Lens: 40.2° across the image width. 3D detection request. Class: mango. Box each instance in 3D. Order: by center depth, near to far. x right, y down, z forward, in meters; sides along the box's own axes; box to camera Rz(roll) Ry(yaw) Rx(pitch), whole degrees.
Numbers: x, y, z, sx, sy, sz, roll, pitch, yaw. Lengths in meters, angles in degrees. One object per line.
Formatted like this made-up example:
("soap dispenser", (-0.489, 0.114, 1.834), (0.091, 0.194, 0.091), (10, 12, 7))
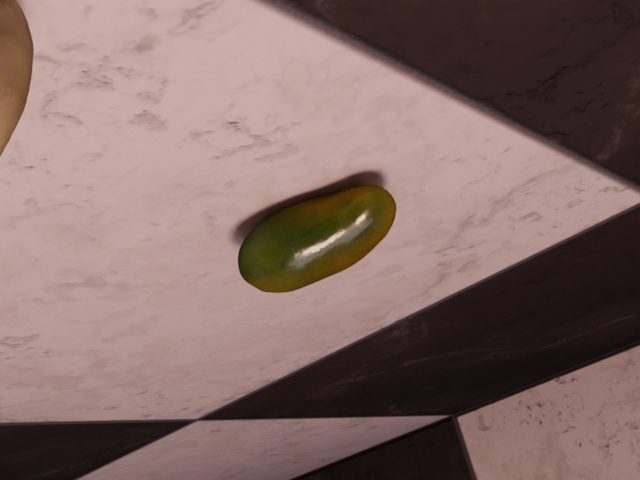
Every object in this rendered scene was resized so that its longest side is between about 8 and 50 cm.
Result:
("mango", (-0.001, 0.002, 0.968), (0.191, 0.085, 0.122), (-19, 155, 11))

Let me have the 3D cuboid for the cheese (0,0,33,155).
("cheese", (-0.283, -0.085, 0.537), (0.218, 0.117, 0.235), (-22, 160, 11))
